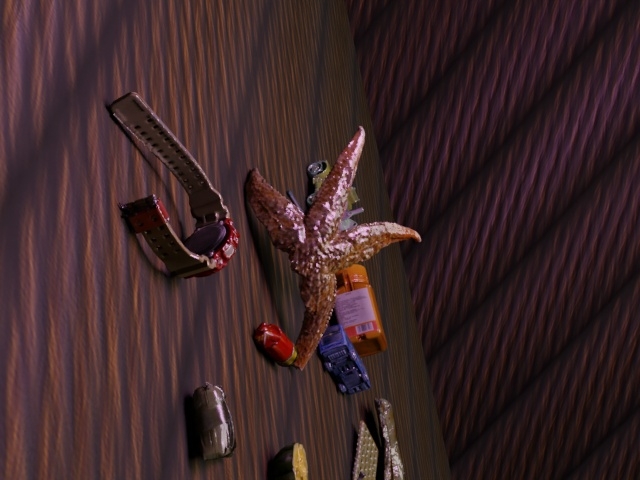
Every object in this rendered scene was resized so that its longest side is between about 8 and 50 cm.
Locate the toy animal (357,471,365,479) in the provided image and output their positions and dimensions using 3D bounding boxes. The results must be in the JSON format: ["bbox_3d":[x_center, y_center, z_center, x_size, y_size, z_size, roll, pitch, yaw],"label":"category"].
[{"bbox_3d":[0.126,0.655,1.819,0.217,0.073,0.176,39,77,-43],"label":"toy animal"}]

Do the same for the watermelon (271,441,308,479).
[{"bbox_3d":[-0.055,0.411,1.350,0.105,0.062,0.105,-9,90,-84],"label":"watermelon"}]

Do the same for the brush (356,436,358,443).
[{"bbox_3d":[0.117,0.600,1.978,0.063,0.016,0.193,-3,81,-74],"label":"brush"}]

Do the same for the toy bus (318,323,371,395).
[{"bbox_3d":[0.056,0.299,1.894,0.236,0.079,0.094,63,4,-47],"label":"toy bus"}]

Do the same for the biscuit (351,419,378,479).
[{"bbox_3d":[0.112,0.581,1.927,0.231,0.016,0.139,-75,148,-51],"label":"biscuit"}]

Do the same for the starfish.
[{"bbox_3d":[0.002,-0.002,1.574,0.398,0.384,0.132,56,-17,-5],"label":"starfish"}]

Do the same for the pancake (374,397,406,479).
[{"bbox_3d":[0.202,0.642,2.108,0.304,0.067,0.426,76,10,-53],"label":"pancake"}]

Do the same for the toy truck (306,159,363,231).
[{"bbox_3d":[0.043,-0.104,2.049,0.259,0.135,0.128,-97,165,-48],"label":"toy truck"}]

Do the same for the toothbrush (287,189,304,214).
[{"bbox_3d":[-0.052,-0.079,1.908,0.167,0.011,0.014,58,17,-55],"label":"toothbrush"}]

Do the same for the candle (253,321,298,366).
[{"bbox_3d":[-0.085,0.194,1.446,0.130,0.052,0.052,55,26,-54],"label":"candle"}]

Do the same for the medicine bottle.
[{"bbox_3d":[0.095,0.183,2.025,0.149,0.112,0.222,67,9,-61],"label":"medicine bottle"}]

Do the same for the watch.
[{"bbox_3d":[-0.216,-0.062,1.090,0.268,0.102,0.164,53,28,-43],"label":"watch"}]

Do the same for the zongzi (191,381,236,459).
[{"bbox_3d":[-0.152,0.264,1.121,0.119,0.055,0.109,72,7,-75],"label":"zongzi"}]

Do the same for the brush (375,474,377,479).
[{"bbox_3d":[0.150,0.640,2.085,0.051,0.014,0.164,21,57,-75],"label":"brush"}]
